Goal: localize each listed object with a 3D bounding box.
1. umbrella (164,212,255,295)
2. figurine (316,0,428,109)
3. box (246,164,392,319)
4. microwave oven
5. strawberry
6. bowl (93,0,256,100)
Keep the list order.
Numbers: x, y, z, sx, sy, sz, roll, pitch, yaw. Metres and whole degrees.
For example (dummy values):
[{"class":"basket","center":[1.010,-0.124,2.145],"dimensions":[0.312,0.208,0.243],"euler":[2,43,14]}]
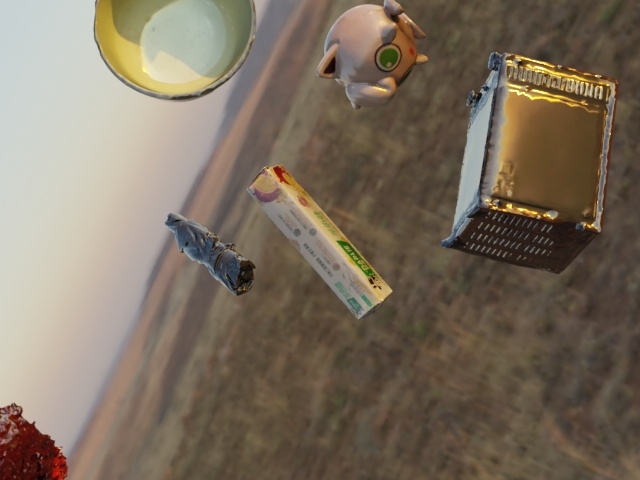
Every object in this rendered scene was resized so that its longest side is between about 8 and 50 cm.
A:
[{"class":"umbrella","center":[-0.188,0.015,2.171],"dimensions":[0.236,0.059,0.066],"euler":[33,112,44]},{"class":"figurine","center":[0.066,-0.237,1.683],"dimensions":[0.138,0.125,0.125],"euler":[-50,6,1]},{"class":"box","center":[0.000,0.000,1.532],"dimensions":[0.041,0.207,0.050],"euler":[-42,-4,18]},{"class":"microwave oven","center":[0.280,-0.099,1.791],"dimensions":[0.188,0.178,0.247],"euler":[121,162,-68]},{"class":"strawberry","center":[-0.507,0.350,2.072],"dimensions":[0.188,0.286,0.106],"euler":[-22,45,26]},{"class":"bowl","center":[-0.189,-0.272,1.743],"dimensions":[0.112,0.211,0.211],"euler":[108,-174,-79]}]
